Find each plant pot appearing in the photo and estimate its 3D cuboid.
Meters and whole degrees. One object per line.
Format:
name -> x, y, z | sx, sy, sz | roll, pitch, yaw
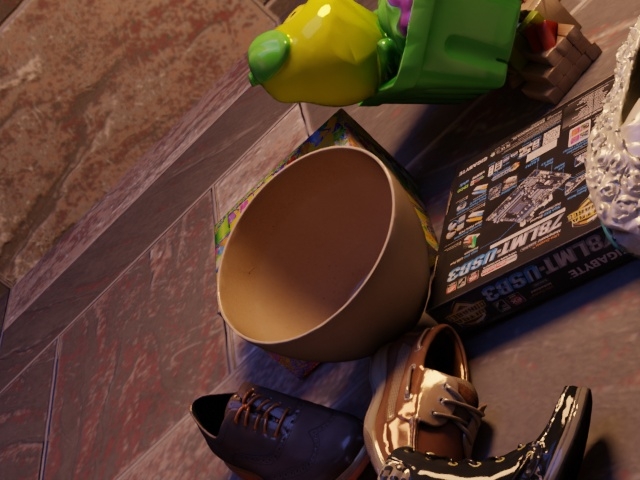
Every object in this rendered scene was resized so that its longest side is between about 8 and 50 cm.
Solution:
plant pot -> 0.033, 0.047, 1.673 | 0.284, 0.191, 0.284 | -25, 46, 29

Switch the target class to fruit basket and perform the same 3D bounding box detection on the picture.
fruit basket -> 0.084, -0.319, 1.930 | 0.392, 0.392, 0.283 | 11, 88, 64

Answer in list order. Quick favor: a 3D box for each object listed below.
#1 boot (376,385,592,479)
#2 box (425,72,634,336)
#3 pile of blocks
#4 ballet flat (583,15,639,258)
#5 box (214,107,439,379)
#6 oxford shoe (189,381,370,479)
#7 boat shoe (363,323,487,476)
boot -> 0.163, 0.230, 1.307 | 0.179, 0.085, 0.236 | 18, 68, 25
box -> 0.281, -0.046, 1.641 | 0.295, 0.073, 0.293 | -31, 30, 35
pile of blocks -> 0.313, -0.337, 1.981 | 0.149, 0.112, 0.362 | -40, 24, 20
ballet flat -> 0.391, -0.154, 1.491 | 0.147, 0.147, 0.409 | -31, 29, 36
box -> 0.000, 0.000, 1.935 | 0.290, 0.177, 0.279 | -42, 24, 16
oxford shoe -> -0.060, 0.260, 1.698 | 0.364, 0.133, 0.130 | -11, 43, 55
boat shoe -> 0.126, 0.202, 1.481 | 0.116, 0.123, 0.324 | -38, 27, 20
